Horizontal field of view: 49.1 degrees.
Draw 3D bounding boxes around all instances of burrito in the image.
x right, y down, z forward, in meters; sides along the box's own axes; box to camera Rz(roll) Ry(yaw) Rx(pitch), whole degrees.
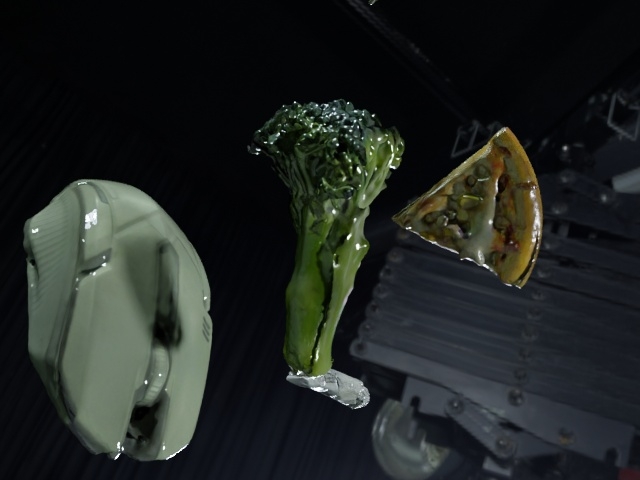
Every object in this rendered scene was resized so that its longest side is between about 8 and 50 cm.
[{"bbox_3d":[0.022,0.286,1.393,0.203,0.064,0.064,29,-28,-36],"label":"burrito"}]

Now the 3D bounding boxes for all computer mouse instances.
[{"bbox_3d":[-0.243,0.066,0.900,0.145,0.429,0.228,-35,-40,23],"label":"computer mouse"}]

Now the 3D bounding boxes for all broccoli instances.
[{"bbox_3d":[-0.003,-0.001,0.759,0.145,0.304,0.165,5,3,27],"label":"broccoli"}]

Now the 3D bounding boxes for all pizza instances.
[{"bbox_3d":[0.172,-0.043,0.823,0.176,0.184,0.036,5,6,12],"label":"pizza"}]

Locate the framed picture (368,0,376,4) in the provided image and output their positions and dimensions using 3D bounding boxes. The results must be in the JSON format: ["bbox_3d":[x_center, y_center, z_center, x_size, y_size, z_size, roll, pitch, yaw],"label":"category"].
[{"bbox_3d":[0.179,-0.505,1.179,0.010,0.173,0.231,46,-29,-2],"label":"framed picture"}]
